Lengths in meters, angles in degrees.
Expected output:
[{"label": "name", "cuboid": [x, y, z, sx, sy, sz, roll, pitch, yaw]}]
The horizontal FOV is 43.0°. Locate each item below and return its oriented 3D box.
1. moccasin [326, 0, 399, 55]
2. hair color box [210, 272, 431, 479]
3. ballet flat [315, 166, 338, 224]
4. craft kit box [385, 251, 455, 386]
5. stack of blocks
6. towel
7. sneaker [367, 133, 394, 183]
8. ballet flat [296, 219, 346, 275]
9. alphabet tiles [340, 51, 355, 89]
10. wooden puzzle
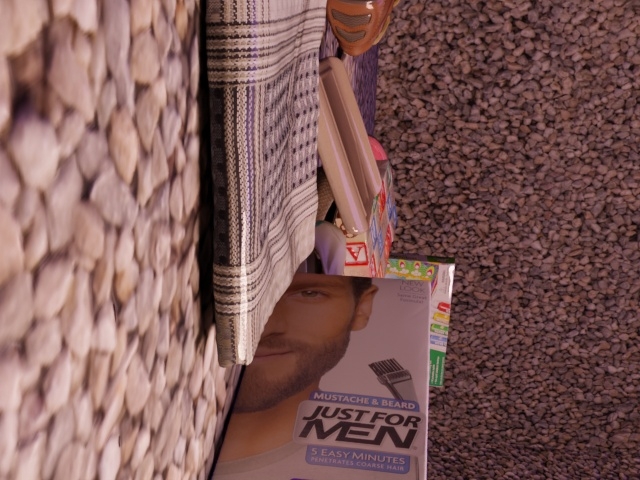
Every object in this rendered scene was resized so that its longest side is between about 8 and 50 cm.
[{"label": "moccasin", "cuboid": [0.091, -0.453, 1.289, 0.147, 0.139, 0.380, 87, 10, -58]}, {"label": "hair color box", "cuboid": [0.014, 0.171, 0.808, 0.339, 0.185, 0.110, -77, 168, -57]}, {"label": "ballet flat", "cuboid": [0.000, 0.000, 1.151, 0.084, 0.058, 0.250, 85, 11, -57]}, {"label": "craft kit box", "cuboid": [0.121, 0.144, 1.539, 0.061, 0.246, 0.250, -55, 149, -73]}, {"label": "stack of blocks", "cuboid": [0.063, -0.035, 1.374, 0.297, 0.087, 0.171, -69, 153, -58]}, {"label": "towel", "cuboid": [-0.033, -0.089, 0.709, 0.324, 0.056, 0.312, -64, 156, -72]}, {"label": "sneaker", "cuboid": [0.090, -0.066, 1.712, 0.136, 0.115, 0.314, -46, 141, -79]}, {"label": "ballet flat", "cuboid": [-0.019, 0.098, 1.031, 0.086, 0.086, 0.248, -28, 121, -83]}, {"label": "alphabet tiles", "cuboid": [0.041, -0.235, 1.548, 0.284, 0.021, 0.278, -76, 169, -57]}, {"label": "wooden puzzle", "cuboid": [0.024, -0.136, 1.110, 0.239, 0.044, 0.221, -58, 130, -70]}]
